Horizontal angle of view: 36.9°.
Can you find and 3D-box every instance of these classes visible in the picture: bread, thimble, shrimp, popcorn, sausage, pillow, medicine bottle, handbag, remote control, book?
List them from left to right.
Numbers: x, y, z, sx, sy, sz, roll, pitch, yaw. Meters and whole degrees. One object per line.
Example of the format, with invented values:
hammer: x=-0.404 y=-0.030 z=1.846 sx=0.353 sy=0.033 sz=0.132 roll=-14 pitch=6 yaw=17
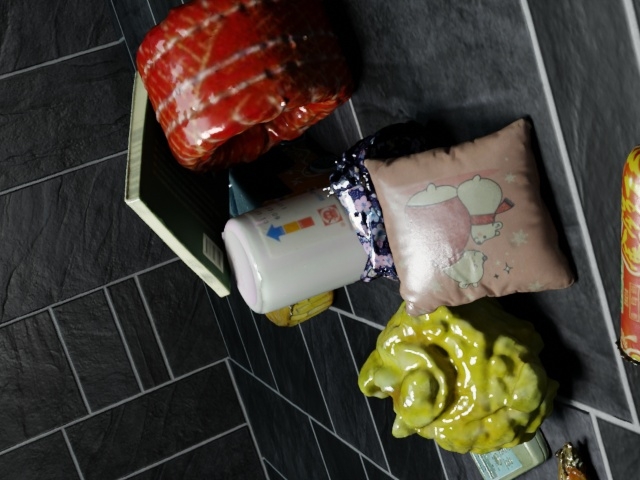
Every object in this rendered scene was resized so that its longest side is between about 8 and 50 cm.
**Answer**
book: x=-0.236 y=-0.109 z=1.645 sx=0.260 sy=0.043 sz=0.371 roll=51 pitch=-158 yaw=-38
thimble: x=-0.121 y=-0.273 z=1.582 sx=0.230 sy=0.350 sz=0.350 roll=65 pitch=162 yaw=3
bread: x=-0.075 y=0.054 z=2.125 sx=0.227 sy=0.142 sz=0.253 roll=-152 pitch=46 yaw=-66
medicine bottle: x=0.000 y=0.000 z=1.594 sx=0.170 sy=0.293 sz=0.170 roll=56 pitch=157 yaw=38
handbag: x=0.113 y=-0.062 z=1.373 sx=0.127 sy=0.229 sz=0.207 roll=-10 pitch=104 yaw=36
popcorn: x=0.199 y=0.185 z=1.345 sx=0.250 sy=0.235 sz=0.241 roll=46 pitch=139 yaw=28
pillow: x=0.185 y=-0.025 z=1.224 sx=0.084 sy=0.236 sz=0.223 roll=-30 pitch=-73 yaw=-65
remote control: x=0.294 y=0.331 z=1.533 sx=0.098 sy=0.038 sz=0.233 roll=63 pitch=162 yaw=18
shrimp: x=0.366 y=0.351 z=1.351 sx=0.091 sy=0.043 sz=0.184 roll=19 pitch=135 yaw=58
sausage: x=0.341 y=0.004 z=0.972 sx=0.083 sy=0.083 sz=0.264 roll=42 pitch=147 yaw=55

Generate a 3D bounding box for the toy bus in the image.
toy bus: x=-0.079 y=-0.098 z=1.871 sx=0.323 sy=0.194 sz=0.161 roll=43 pitch=151 yaw=52
